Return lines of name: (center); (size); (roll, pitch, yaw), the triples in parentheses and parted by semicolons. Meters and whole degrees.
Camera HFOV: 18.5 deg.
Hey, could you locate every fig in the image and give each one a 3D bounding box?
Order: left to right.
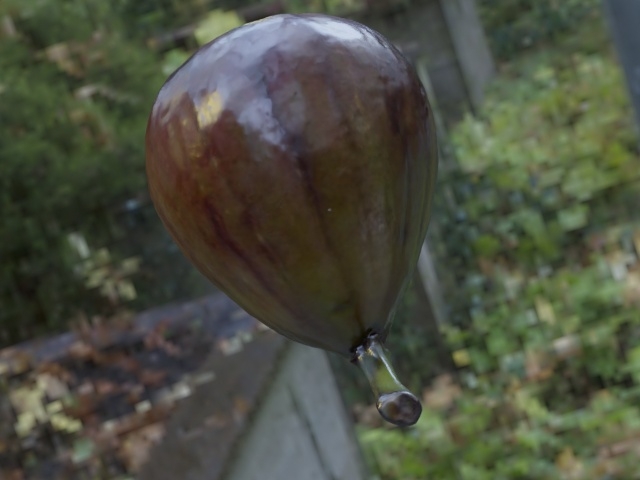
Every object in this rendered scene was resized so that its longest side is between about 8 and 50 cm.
fig: (0.000, 0.000, 0.557); (0.089, 0.125, 0.089); (-15, -18, -5)
